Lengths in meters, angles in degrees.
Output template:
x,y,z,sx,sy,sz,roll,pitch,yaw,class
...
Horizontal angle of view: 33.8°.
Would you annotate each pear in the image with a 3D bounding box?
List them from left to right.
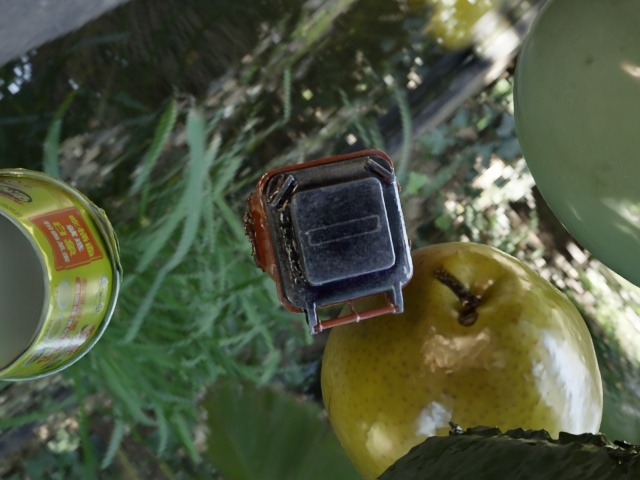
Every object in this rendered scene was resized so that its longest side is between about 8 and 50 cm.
x,y,z,sx,sy,sz,roll,pitch,yaw,class
0.182,0.192,1.372,0.362,0.362,0.418,-37,152,-28,pear

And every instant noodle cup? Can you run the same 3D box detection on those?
x,y,z,sx,sy,sz,roll,pitch,yaw,class
-0.429,0.053,1.364,0.311,0.311,0.221,-41,-178,3,instant noodle cup

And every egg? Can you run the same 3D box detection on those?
x,y,z,sx,sy,sz,roll,pitch,yaw,class
0.331,-0.095,0.941,0.276,0.389,0.276,-21,141,-18,egg

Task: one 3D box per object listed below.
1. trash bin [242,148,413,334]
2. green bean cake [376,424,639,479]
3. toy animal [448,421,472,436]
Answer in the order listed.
x,y,z,sx,sy,sz,roll,pitch,yaw,class
0.000,0.000,1.231,0.161,0.184,0.239,-13,-176,-13,trash bin
0.106,0.268,0.574,0.335,0.218,0.319,-37,-168,-22,green bean cake
0.196,0.264,1.039,0.084,0.148,0.233,-39,-151,-18,toy animal
